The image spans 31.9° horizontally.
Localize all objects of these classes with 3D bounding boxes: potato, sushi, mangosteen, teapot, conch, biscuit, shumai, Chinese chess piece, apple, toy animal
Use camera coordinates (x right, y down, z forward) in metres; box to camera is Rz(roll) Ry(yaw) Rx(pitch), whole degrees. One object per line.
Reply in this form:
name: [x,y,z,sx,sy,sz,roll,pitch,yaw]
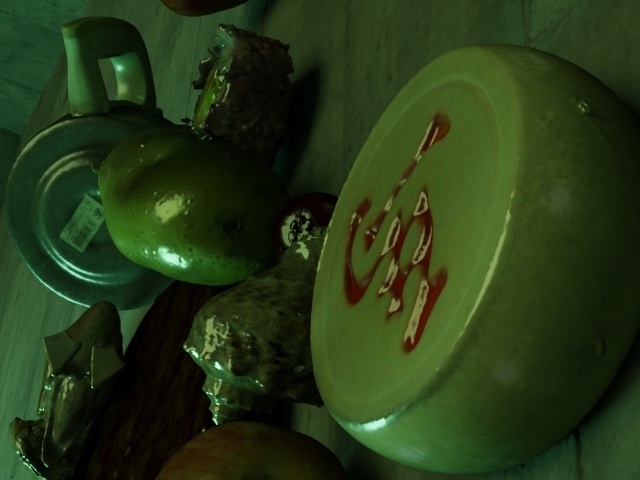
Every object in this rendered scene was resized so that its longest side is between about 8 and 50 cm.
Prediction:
potato: [-0.119,-0.035,1.070,0.248,0.169,0.143,28,132,61]
sushi: [-0.097,-0.128,1.255,0.241,0.107,0.161,138,145,-64]
mangosteen: [-0.001,0.000,0.968,0.081,0.081,0.081,-50,30,42]
teapot: [-0.262,-0.094,1.386,0.239,0.322,0.239,-31,12,17]
conch: [-0.015,0.059,0.864,0.207,0.130,0.155,-55,-4,-4]
biscuit: [-0.154,0.224,1.119,0.407,0.091,0.407,-52,25,37]
shumai: [-0.351,0.277,1.529,0.116,0.145,0.145,-36,16,-15]
Chinese chess piece: [0.091,0.009,0.696,0.273,0.102,0.273,-49,31,42]
apple: [-0.049,0.199,0.810,0.131,0.146,0.146,122,158,-59]
toy animal: [-0.266,0.157,1.240,0.179,0.089,0.188,132,158,-78]

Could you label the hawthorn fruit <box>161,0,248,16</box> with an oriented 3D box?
hawthorn fruit: [-0.123,-0.410,1.460,0.262,0.210,0.210,-9,61,44]
